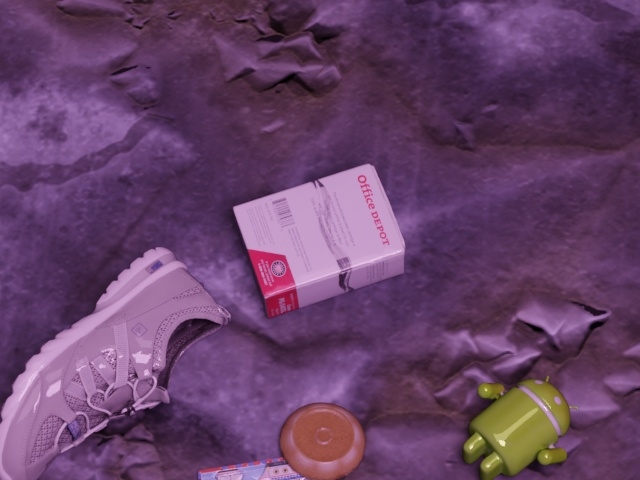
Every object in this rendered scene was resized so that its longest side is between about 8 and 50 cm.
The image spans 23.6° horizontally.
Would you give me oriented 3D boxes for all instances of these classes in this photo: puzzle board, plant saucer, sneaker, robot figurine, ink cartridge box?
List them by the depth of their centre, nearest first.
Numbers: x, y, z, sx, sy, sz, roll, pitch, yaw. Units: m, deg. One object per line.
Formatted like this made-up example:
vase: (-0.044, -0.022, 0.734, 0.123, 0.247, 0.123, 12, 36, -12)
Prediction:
robot figurine: (0.188, 0.178, 1.453, 0.115, 0.067, 0.101, -36, 63, -13)
puzzle board: (-0.049, 0.255, 1.462, 0.128, 0.011, 0.096, -9, 65, -1)
sneaker: (-0.202, 0.132, 1.478, 0.115, 0.105, 0.281, 34, 71, 18)
plant saucer: (0.003, 0.191, 1.480, 0.083, 0.015, 0.083, 2, 58, -3)
ink cartridge box: (0.000, 0.000, 1.551, 0.151, 0.063, 0.109, -18, 65, -5)
